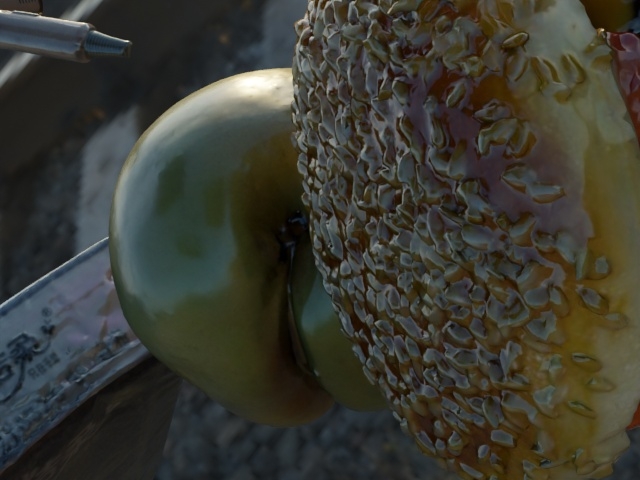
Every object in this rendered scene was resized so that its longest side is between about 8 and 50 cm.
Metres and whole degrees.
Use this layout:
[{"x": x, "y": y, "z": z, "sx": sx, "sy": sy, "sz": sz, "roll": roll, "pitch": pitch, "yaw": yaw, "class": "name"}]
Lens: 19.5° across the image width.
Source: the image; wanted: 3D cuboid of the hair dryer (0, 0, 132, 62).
[{"x": -0.276, "y": -0.174, "z": 1.628, "sx": 0.220, "sy": 0.195, "sz": 0.053, "roll": 21, "pitch": 116, "yaw": 37, "class": "hair dryer"}]

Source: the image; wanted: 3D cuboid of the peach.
[{"x": 0.001, "y": 0.000, "z": 1.300, "sx": 0.292, "sy": 0.292, "sz": 0.247, "roll": -16, "pitch": 85, "yaw": 51, "class": "peach"}]

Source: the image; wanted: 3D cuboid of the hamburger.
[{"x": 0.128, "y": -0.037, "z": 1.013, "sx": 0.250, "sy": 0.330, "sz": 0.330, "roll": -23, "pitch": 18, "yaw": -20, "class": "hamburger"}]

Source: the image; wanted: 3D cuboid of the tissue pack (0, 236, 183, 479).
[{"x": -0.254, "y": 0.190, "z": 1.559, "sx": 0.288, "sy": 0.124, "sz": 0.394, "roll": -42, "pitch": -14, "yaw": -26, "class": "tissue pack"}]
